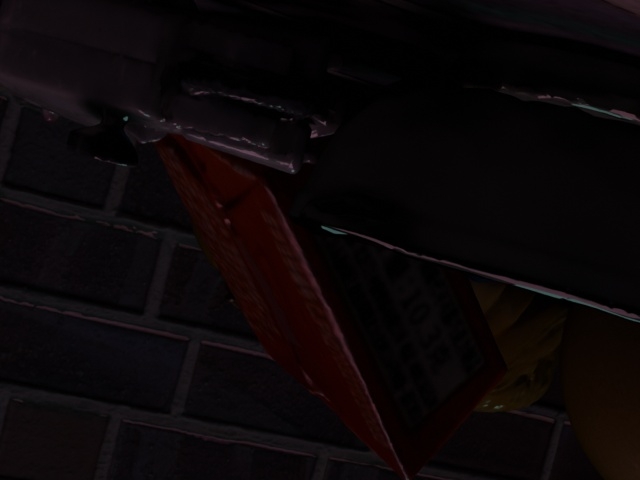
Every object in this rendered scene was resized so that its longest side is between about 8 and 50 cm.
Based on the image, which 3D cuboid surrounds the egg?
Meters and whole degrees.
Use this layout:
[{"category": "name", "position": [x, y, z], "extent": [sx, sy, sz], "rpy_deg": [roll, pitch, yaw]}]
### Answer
[{"category": "egg", "position": [0.303, 0.085, 1.195], "extent": [0.250, 0.250, 0.322], "rpy_deg": [15, 165, -7]}]

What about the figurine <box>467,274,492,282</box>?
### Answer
[{"category": "figurine", "position": [0.116, -0.031, 1.135], "extent": [0.164, 0.121, 0.262], "rpy_deg": [14, 180, 16]}]

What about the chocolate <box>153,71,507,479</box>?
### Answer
[{"category": "chocolate", "position": [0.000, 0.000, 1.083], "extent": [0.235, 0.108, 0.237], "rpy_deg": [37, 155, 60]}]

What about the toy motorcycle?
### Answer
[{"category": "toy motorcycle", "position": [-0.100, -0.102, 0.944], "extent": [0.260, 0.110, 0.171], "rpy_deg": [16, -174, 25]}]

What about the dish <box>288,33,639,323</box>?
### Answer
[{"category": "dish", "position": [0.127, -0.029, 0.857], "extent": [0.303, 0.120, 0.303], "rpy_deg": [15, 180, 0]}]

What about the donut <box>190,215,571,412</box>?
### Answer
[{"category": "donut", "position": [0.075, 0.003, 1.390], "extent": [0.360, 0.170, 0.360], "rpy_deg": [24, -163, -8]}]
